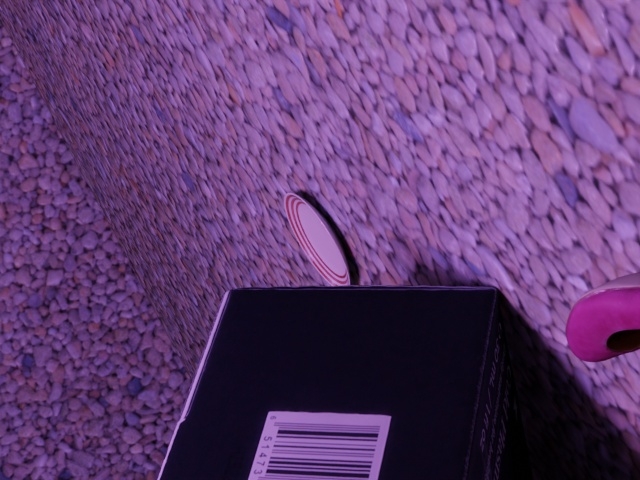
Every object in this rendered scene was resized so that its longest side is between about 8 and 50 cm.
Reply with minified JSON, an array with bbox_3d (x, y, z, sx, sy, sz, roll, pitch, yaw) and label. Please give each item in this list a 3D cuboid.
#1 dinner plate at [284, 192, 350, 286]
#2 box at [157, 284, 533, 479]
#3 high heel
[{"bbox_3d":[0.000,0.000,1.686,0.141,0.017,0.141,51,161,25],"label":"dinner plate"},{"bbox_3d":[0.039,0.372,1.338,0.297,0.480,0.472,0,133,16],"label":"box"},{"bbox_3d":[0.252,0.066,0.971,0.117,0.082,0.244,63,153,19],"label":"high heel"}]
